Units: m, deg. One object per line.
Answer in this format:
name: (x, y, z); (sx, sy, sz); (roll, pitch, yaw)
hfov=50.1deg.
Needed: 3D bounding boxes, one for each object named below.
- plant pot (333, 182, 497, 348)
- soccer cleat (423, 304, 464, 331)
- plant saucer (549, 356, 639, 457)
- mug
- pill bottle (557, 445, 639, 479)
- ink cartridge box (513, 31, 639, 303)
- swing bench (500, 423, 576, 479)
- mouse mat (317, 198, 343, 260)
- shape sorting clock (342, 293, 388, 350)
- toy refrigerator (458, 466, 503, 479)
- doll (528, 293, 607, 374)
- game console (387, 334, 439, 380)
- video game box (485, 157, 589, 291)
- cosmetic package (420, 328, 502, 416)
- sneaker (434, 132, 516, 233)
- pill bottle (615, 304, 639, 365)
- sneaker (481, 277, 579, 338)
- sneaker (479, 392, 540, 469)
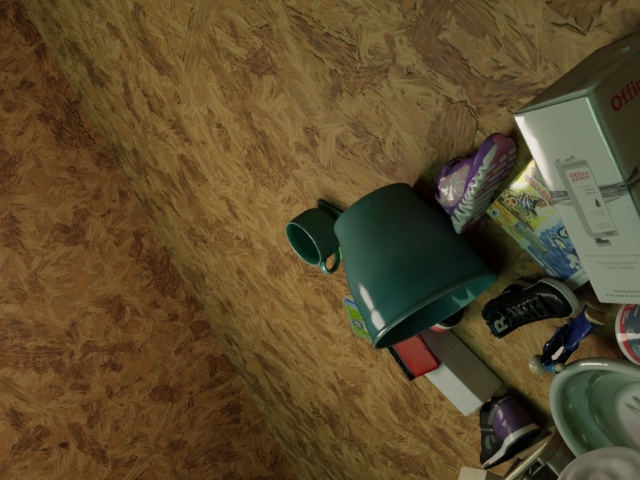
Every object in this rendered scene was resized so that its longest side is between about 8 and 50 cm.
plant pot: (0.161, 0.036, 1.354); (0.255, 0.272, 0.271); (60, 157, 18)
soccer cleat: (0.181, 0.081, 1.537); (0.318, 0.109, 0.116); (46, 158, 8)
plant saucer: (0.594, 0.341, 1.179); (0.400, 0.101, 0.400); (39, 151, 27)
mug: (-0.007, -0.006, 1.724); (0.130, 0.097, 0.157); (28, 146, 40)
pill bottle: (0.548, 0.530, 1.175); (0.318, 0.176, 0.176); (59, 154, -13)
ink cartridge box: (0.392, -0.092, 0.849); (0.117, 0.207, 0.282); (-5, 118, 58)
swing bench: (0.532, 0.540, 1.437); (0.253, 0.165, 0.254); (42, 138, 15)
mouse mat: (0.057, -0.008, 1.738); (0.153, 0.007, 0.189); (32, 148, 37)
shape sorting clock: (0.140, 0.221, 1.845); (0.206, 0.040, 0.206); (35, 148, 26)
toy refrigerator: (0.463, 0.622, 1.630); (0.270, 0.094, 0.102); (25, 160, -16)
doll: (0.435, 0.178, 1.220); (0.046, 0.129, 0.189); (29, 128, 2)
game console: (0.204, 0.247, 1.615); (0.144, 0.085, 0.124); (56, -175, -1)
video game box: (0.390, -0.029, 1.117); (0.205, 0.048, 0.187); (47, 152, 12)
cosmetic package: (0.304, 0.293, 1.620); (0.231, 0.085, 0.117); (45, 153, 13)
sneaker: (0.256, -0.111, 1.191); (0.104, 0.095, 0.236); (51, 156, 21)
pill bottle: (0.536, 0.126, 0.998); (0.108, 0.108, 0.180); (55, 153, -4)
sneaker: (0.362, 0.131, 1.219); (0.079, 0.121, 0.217); (53, 171, -2)
sneaker: (0.427, 0.444, 1.621); (0.283, 0.107, 0.124); (98, 149, -55)
